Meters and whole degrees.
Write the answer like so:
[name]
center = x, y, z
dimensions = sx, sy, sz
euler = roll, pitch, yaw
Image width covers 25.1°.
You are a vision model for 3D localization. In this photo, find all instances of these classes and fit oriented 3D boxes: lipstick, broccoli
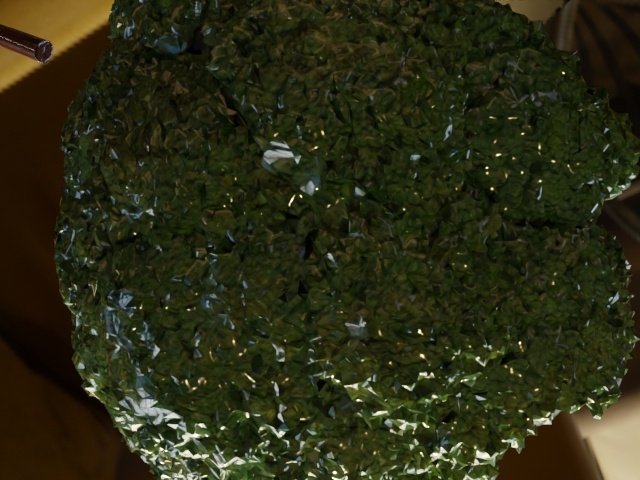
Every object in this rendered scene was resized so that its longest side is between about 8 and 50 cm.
[lipstick]
center = -0.363, -0.232, 1.600
dimensions = 0.027, 0.176, 0.027
euler = -30, 131, -41
[broccoli]
center = 0.006, 0.000, 0.804
dimensions = 0.310, 0.321, 0.413
euler = -20, 103, -4

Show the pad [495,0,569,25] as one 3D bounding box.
[pad]
center = 0.136, -0.345, 1.316
dimensions = 0.375, 0.063, 0.315
euler = -43, 112, 9
